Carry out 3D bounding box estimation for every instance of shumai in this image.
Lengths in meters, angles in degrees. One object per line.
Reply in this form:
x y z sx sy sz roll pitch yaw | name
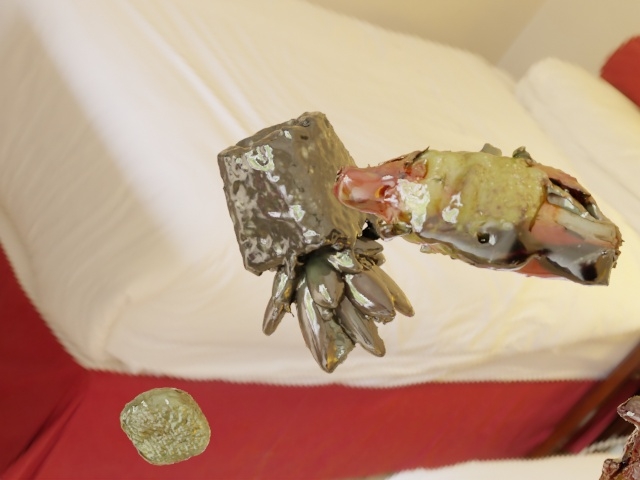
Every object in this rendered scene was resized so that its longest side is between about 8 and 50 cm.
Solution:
-0.145 0.162 1.080 0.083 0.082 0.080 10 22 -11 | shumai

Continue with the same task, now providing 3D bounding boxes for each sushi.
0.122 -0.029 0.894 0.226 0.097 0.103 14 1 -4 | sushi

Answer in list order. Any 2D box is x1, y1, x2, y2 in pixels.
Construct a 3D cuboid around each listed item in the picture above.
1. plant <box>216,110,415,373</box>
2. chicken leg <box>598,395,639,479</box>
0.000 0.000 1.504 0.181 0.194 0.320 -38 109 -50 | plant
0.280 0.211 0.846 0.407 0.158 0.096 53 13 -43 | chicken leg
